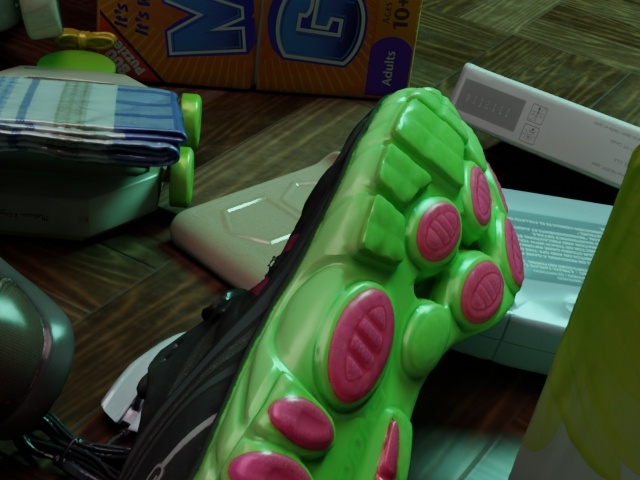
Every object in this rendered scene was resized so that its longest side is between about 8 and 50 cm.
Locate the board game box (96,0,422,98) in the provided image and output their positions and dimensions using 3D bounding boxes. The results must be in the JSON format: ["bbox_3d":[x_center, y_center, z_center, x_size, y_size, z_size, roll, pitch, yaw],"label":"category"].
[{"bbox_3d":[-0.066,-0.411,1.438,0.356,0.357,0.356,4,31,-6],"label":"board game box"}]

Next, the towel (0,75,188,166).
[{"bbox_3d":[-0.262,-0.109,1.065,0.284,0.034,0.209,3,18,-10],"label":"towel"}]

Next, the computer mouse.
[{"bbox_3d":[-0.121,0.110,0.885,0.106,0.042,0.193,21,34,24],"label":"computer mouse"}]

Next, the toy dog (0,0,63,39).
[{"bbox_3d":[-0.371,-0.314,1.336,0.220,0.161,0.333,-14,23,-26],"label":"toy dog"}]

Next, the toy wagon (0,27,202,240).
[{"bbox_3d":[-0.252,-0.114,1.199,0.267,0.068,0.344,5,31,-4],"label":"toy wagon"}]

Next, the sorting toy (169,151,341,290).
[{"bbox_3d":[0.000,0.000,1.099,0.208,0.038,0.193,-26,44,-35],"label":"sorting toy"}]

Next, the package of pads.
[{"bbox_3d":[0.229,0.111,0.709,0.101,0.297,0.229,-1,30,-27],"label":"package of pads"}]

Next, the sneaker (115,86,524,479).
[{"bbox_3d":[-0.013,0.059,0.804,0.202,0.185,0.483,-11,30,38],"label":"sneaker"}]

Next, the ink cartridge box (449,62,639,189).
[{"bbox_3d":[0.315,-0.085,1.250,0.296,0.066,0.261,28,11,36],"label":"ink cartridge box"}]

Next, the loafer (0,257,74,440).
[{"bbox_3d":[-0.324,0.009,0.866,0.366,0.134,0.130,24,-7,34],"label":"loafer"}]

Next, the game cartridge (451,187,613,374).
[{"bbox_3d":[0.212,0.036,1.020,0.297,0.062,0.198,9,39,-12],"label":"game cartridge"}]
